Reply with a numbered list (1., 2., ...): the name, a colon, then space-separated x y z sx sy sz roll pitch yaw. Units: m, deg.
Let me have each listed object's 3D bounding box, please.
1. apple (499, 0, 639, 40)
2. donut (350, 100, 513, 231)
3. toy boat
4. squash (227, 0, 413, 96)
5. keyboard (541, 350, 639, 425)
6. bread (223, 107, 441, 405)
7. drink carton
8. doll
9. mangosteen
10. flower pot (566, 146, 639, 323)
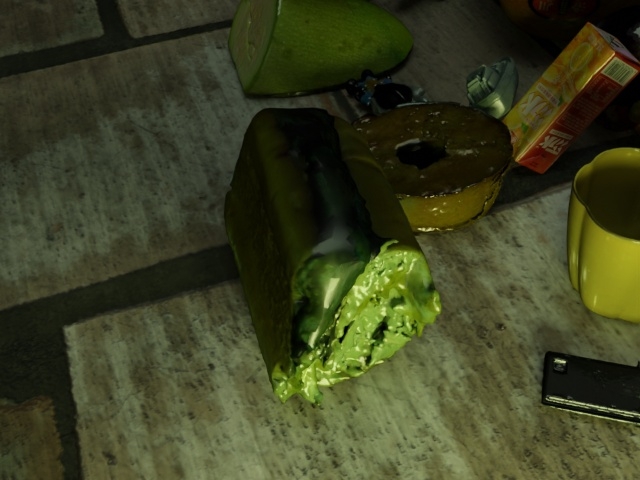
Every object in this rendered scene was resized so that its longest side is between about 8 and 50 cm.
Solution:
1. apple: 0.476 -0.577 1.479 0.333 0.400 0.400 -11 43 15
2. donut: 0.156 -0.110 1.231 0.271 0.107 0.272 -4 41 3
3. toy boat: 0.297 -0.275 1.372 0.078 0.085 0.260 -33 13 31
4. squash: 0.012 -0.379 1.532 0.308 0.210 0.234 10 36 -29
5. keyboard: 0.388 0.189 0.970 0.230 0.025 0.094 10 48 12
6. bread: 0.000 0.000 1.030 0.208 0.251 0.377 5 40 -29
7. drink carton: 0.384 -0.221 1.247 0.071 0.223 0.096 18 35 -30
8. doll: 0.122 -0.247 1.390 0.096 0.070 0.195 -38 46 -12
9. mangosteen: 0.534 -0.261 1.312 0.211 0.211 0.250 -9 75 -7
10. flower pot: 0.413 0.004 1.046 0.195 0.179 0.195 0 44 0
